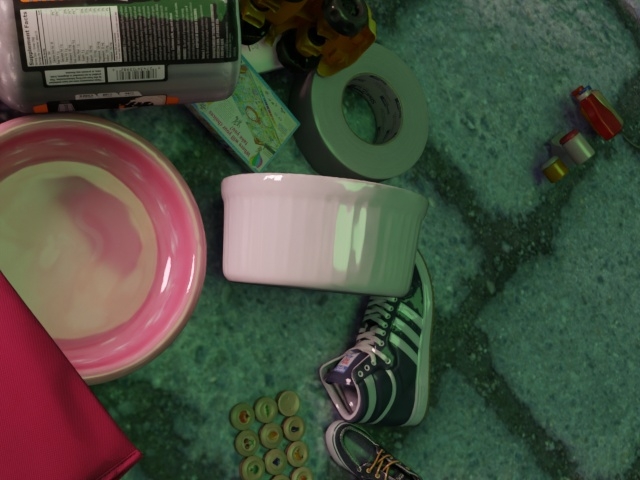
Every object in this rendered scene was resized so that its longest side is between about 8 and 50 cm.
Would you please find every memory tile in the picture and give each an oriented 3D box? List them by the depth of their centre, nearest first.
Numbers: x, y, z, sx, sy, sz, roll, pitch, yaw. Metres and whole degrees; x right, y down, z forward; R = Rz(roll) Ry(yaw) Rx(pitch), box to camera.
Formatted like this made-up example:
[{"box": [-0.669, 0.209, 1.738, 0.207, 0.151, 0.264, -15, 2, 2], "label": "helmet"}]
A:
[{"box": [-0.066, 0.291, 1.143, 0.113, 0.012, 0.147, -9, 86, -33], "label": "memory tile"}]

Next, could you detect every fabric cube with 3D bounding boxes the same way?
[{"box": [-0.374, 0.208, 0.741, 0.258, 0.259, 0.254, 50, 34, 9], "label": "fabric cube"}]

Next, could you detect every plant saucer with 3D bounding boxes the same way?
[{"box": [-0.307, 0.012, 1.000, 0.332, 0.084, 0.332, 6, 78, -30], "label": "plant saucer"}]

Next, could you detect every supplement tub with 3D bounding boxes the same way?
[{"box": [-0.262, -0.250, 0.953, 0.316, 0.193, 0.193, -6, 84, -14], "label": "supplement tub"}]

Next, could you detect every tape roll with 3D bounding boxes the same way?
[{"box": [0.062, -0.195, 1.271, 0.219, 0.072, 0.219, 6, 78, -30], "label": "tape roll"}]

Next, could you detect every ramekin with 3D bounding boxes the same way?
[{"box": [0.000, 0.000, 1.088, 0.277, 0.277, 0.135, 8, 86, -31], "label": "ramekin"}]

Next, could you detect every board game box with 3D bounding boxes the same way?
[{"box": [-0.108, -0.179, 1.152, 0.103, 0.026, 0.154, -53, 126, -14], "label": "board game box"}]

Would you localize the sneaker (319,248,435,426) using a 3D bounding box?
[{"box": [0.082, 0.136, 1.211, 0.153, 0.099, 0.282, 3, 83, -33], "label": "sneaker"}]

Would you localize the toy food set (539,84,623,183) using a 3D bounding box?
[{"box": [0.475, -0.211, 1.512, 0.232, 0.111, 0.104, -38, 90, -30], "label": "toy food set"}]

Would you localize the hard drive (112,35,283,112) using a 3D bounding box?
[{"box": [-0.176, -0.314, 1.140, 0.308, 0.040, 0.203, -22, 97, -30], "label": "hard drive"}]

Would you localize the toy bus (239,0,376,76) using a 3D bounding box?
[{"box": [-0.031, -0.365, 1.140, 0.220, 0.149, 0.211, 25, 57, -28], "label": "toy bus"}]

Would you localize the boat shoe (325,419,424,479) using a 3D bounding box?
[{"box": [0.090, 0.330, 1.191, 0.183, 0.083, 0.065, 48, 61, -16], "label": "boat shoe"}]
